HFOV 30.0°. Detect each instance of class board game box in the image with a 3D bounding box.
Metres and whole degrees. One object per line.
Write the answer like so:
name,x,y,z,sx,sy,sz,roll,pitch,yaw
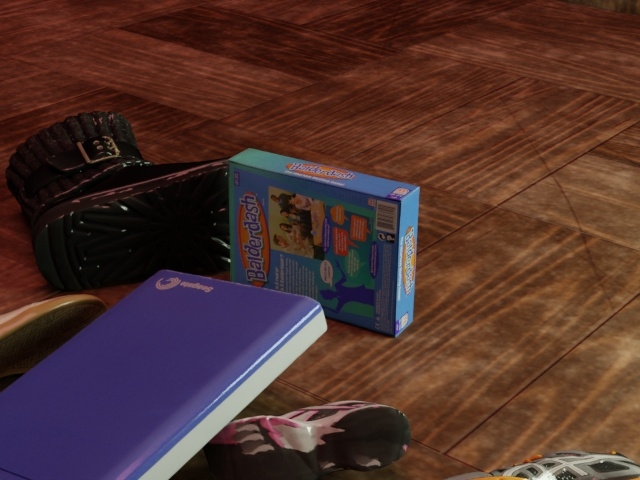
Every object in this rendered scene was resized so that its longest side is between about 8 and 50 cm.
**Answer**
board game box,0.000,0.000,1.279,0.210,0.160,0.047,15,29,26

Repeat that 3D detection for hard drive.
hard drive,-0.171,0.134,1.039,0.210,0.040,0.319,9,35,38

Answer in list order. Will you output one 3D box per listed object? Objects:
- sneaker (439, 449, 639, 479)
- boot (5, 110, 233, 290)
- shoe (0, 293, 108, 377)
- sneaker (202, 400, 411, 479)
sneaker,0.174,0.208,0.950,0.215,0.084,0.083,3,22,-16
boot,-0.199,-0.068,1.448,0.348,0.131,0.260,-7,27,-15
shoe,-0.309,0.098,1.164,0.219,0.076,0.058,-23,39,-36
sneaker,-0.014,0.177,1.040,0.178,0.072,0.077,-4,3,-5
